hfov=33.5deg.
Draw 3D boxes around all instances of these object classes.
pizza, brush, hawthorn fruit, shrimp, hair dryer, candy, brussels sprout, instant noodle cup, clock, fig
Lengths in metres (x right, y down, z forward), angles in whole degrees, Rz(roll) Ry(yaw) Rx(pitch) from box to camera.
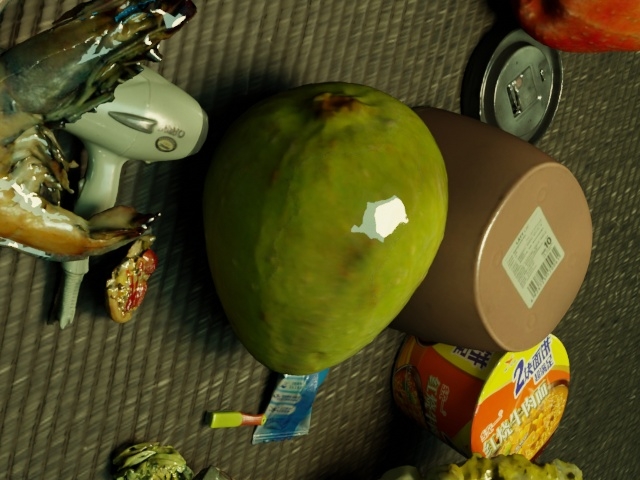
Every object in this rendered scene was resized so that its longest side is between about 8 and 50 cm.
[{"bbox_3d":[-0.191,0.047,1.063,0.099,0.029,0.100,-51,158,-77],"label":"pizza"},{"bbox_3d":[-0.100,0.211,1.262,0.083,0.021,0.019,7,98,-40],"label":"brush"},{"bbox_3d":[0.335,-0.341,1.329,0.300,0.254,0.254,-22,120,-26],"label":"hawthorn fruit"},{"bbox_3d":[-0.198,-0.091,0.924,0.290,0.054,0.222,-37,123,7],"label":"shrimp"},{"bbox_3d":[-0.253,-0.067,0.981,0.229,0.092,0.267,36,88,-38],"label":"hair dryer"},{"bbox_3d":[-0.031,0.192,1.315,0.088,0.038,0.136,3,112,-42],"label":"candy"},{"bbox_3d":[-0.188,0.252,1.168,0.085,0.058,0.085,-12,135,-12],"label":"brussels sprout"},{"bbox_3d":[0.212,0.200,1.461,0.213,0.174,0.213,-17,116,-39],"label":"instant noodle cup"},{"bbox_3d":[0.263,-0.207,1.459,0.184,0.040,0.185,-18,117,-39],"label":"clock"},{"bbox_3d":[0.000,0.000,1.124,0.258,0.258,0.326,-14,126,-41],"label":"fig"}]

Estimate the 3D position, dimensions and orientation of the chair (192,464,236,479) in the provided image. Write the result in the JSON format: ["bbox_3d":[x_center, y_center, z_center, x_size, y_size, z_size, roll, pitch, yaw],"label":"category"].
[{"bbox_3d":[-0.111,0.345,1.224,0.136,0.147,0.270,-52,180,9],"label":"chair"}]

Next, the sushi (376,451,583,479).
[{"bbox_3d":[0.189,0.438,1.360,0.351,0.396,0.240,34,38,-42],"label":"sushi"}]

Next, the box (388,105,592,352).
[{"bbox_3d":[0.189,-0.001,1.338,0.301,0.216,0.301,-21,120,-40],"label":"box"}]

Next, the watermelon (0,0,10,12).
[{"bbox_3d":[-0.314,-0.209,0.810,0.207,0.202,0.136,35,40,-48],"label":"watermelon"}]
